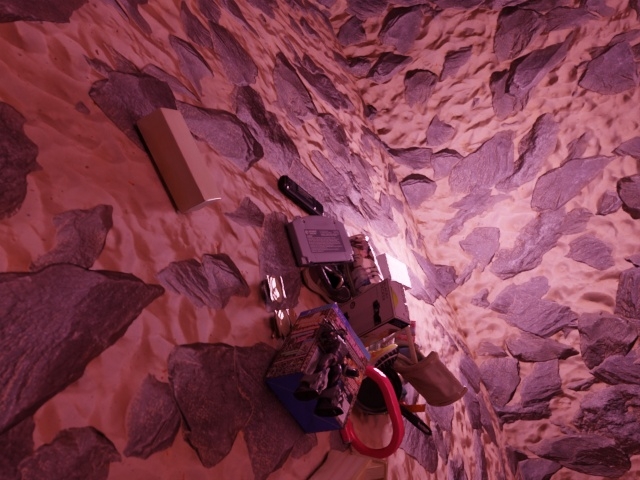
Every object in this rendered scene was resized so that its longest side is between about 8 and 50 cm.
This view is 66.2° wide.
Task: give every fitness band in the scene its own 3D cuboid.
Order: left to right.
[{"bbox_3d":[0.148,0.543,1.560,0.054,0.209,0.290,5,65,-61],"label":"fitness band"}]

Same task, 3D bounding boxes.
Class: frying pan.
[{"bbox_3d":[0.249,0.539,1.717,0.053,0.326,0.197,91,22,-48],"label":"frying pan"}]

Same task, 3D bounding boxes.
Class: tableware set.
[{"bbox_3d":[-0.138,0.204,1.508,0.128,0.039,0.194,20,54,-73],"label":"tableware set"}]

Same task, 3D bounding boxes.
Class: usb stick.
[{"bbox_3d":[-0.073,-0.172,1.989,0.278,0.045,0.077,36,44,-48],"label":"usb stick"}]

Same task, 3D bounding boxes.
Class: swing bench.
[{"bbox_3d":[0.376,0.474,1.847,0.253,0.165,0.254,48,3,-26],"label":"swing bench"}]

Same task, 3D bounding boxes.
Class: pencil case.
[{"bbox_3d":[0.177,0.176,2.027,0.184,0.160,0.410,-2,68,-50],"label":"pencil case"}]

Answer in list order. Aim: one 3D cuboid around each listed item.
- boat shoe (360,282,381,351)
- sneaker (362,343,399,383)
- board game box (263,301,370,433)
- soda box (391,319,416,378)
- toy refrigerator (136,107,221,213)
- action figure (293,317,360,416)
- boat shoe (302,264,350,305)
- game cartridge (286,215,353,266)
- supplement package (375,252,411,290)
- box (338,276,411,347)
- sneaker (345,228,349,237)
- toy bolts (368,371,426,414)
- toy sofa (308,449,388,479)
[{"bbox_3d":[0.192,0.324,1.880,0.099,0.116,0.319,26,68,-34],"label":"boat shoe"},{"bbox_3d":[0.182,0.418,1.743,0.094,0.209,0.081,51,-14,47],"label":"sneaker"},{"bbox_3d":[0.002,0.372,1.453,0.232,0.141,0.291,57,34,-18],"label":"board game box"},{"bbox_3d":[0.347,0.456,2.059,0.092,0.084,0.263,-73,166,-55],"label":"soda box"},{"bbox_3d":[-0.384,-0.213,1.334,0.269,0.094,0.102,65,17,-3],"label":"toy refrigerator"},{"bbox_3d":[0.034,0.327,1.307,0.185,0.099,0.285,51,33,-17],"label":"action figure"},{"bbox_3d":[0.044,0.166,1.846,0.285,0.092,0.102,38,36,-46],"label":"boat shoe"},{"bbox_3d":[0.000,0.000,1.886,0.294,0.060,0.196,0,70,-47],"label":"game cartridge"},{"bbox_3d":[0.318,0.167,2.353,0.244,0.139,0.133,28,45,-55],"label":"supplement package"},{"bbox_3d":[0.176,0.274,1.764,0.087,0.290,0.169,28,43,-34],"label":"box"},{"bbox_3d":[0.110,0.000,2.195,0.135,0.052,0.058,52,31,-26],"label":"sneaker"},{"bbox_3d":[0.288,0.566,1.844,0.228,0.218,0.158,38,45,-62],"label":"toy bolts"},{"bbox_3d":[0.045,0.713,1.305,0.362,0.177,0.150,-8,99,-65],"label":"toy sofa"}]
